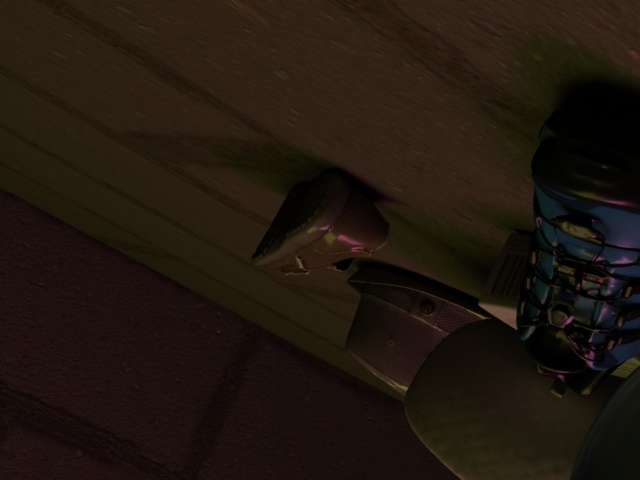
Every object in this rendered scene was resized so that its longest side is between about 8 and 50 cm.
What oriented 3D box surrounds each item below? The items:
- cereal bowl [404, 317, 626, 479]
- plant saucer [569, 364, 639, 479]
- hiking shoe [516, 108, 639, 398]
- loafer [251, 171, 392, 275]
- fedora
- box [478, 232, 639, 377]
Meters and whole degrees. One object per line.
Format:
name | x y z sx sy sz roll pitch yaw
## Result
cereal bowl | 0.259 0.171 1.258 0.339 0.141 0.339 24 -168 -6
plant saucer | 0.322 0.201 0.890 0.318 0.317 0.044 25 -179 2
hiking shoe | 0.179 0.022 0.814 0.113 0.132 0.304 22 170 22
loafer | 0.000 0.000 1.274 0.087 0.094 0.251 31 170 -10
fedora | 0.141 0.138 1.573 0.275 0.124 0.244 24 171 8
box | 0.226 0.057 1.069 0.137 0.072 0.126 31 169 -29
